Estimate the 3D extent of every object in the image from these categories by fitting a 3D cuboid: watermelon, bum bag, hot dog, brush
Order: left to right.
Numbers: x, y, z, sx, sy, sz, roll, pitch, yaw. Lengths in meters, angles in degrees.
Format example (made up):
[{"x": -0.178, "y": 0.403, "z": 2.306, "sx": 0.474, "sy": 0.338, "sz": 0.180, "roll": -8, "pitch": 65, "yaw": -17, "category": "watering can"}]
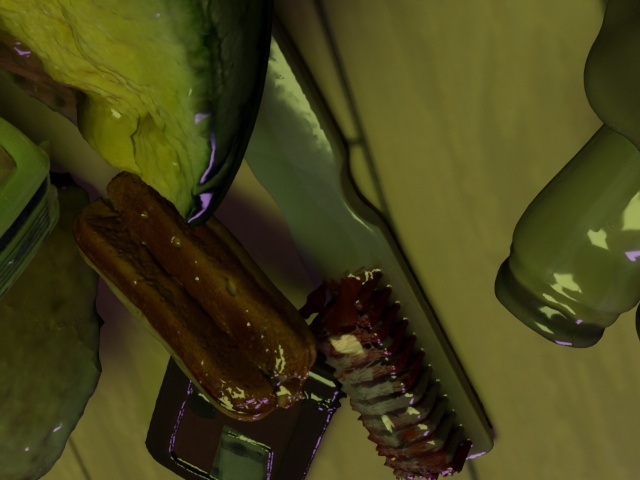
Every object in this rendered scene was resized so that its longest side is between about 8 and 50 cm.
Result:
[{"x": -0.146, "y": -0.164, "z": 0.695, "sx": 0.331, "sy": 0.331, "sz": 0.189, "roll": 39, "pitch": 88, "yaw": -3, "category": "watermelon"}, {"x": -0.066, "y": 0.028, "z": 0.864, "sx": 0.071, "sy": 0.045, "sz": 0.165, "roll": -45, "pitch": 70, "yaw": 3, "category": "hot dog"}, {"x": -0.047, "y": 0.104, "z": 0.969, "sx": 0.109, "sy": 0.026, "sz": 0.159, "roll": 28, "pitch": 137, "yaw": 7, "category": "bum bag"}, {"x": 0.000, "y": 0.000, "z": 0.853, "sx": 0.060, "sy": 0.050, "sz": 0.321, "roll": -11, "pitch": 117, "yaw": 37, "category": "brush"}]

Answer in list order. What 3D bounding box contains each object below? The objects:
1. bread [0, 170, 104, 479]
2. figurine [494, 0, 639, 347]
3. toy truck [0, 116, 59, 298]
[{"x": -0.347, "y": 0.047, "z": 0.878, "sx": 0.395, "sy": 0.264, "sz": 0.239, "roll": 0, "pitch": 93, "yaw": 20, "category": "bread"}, {"x": 0.187, "y": -0.095, "z": 0.584, "sx": 0.248, "sy": 0.203, "sz": 0.380, "roll": 27, "pitch": 132, "yaw": 2, "category": "figurine"}, {"x": -0.211, "y": -0.054, "z": 0.723, "sx": 0.191, "sy": 0.085, "sz": 0.116, "roll": 34, "pitch": 157, "yaw": 3, "category": "toy truck"}]
